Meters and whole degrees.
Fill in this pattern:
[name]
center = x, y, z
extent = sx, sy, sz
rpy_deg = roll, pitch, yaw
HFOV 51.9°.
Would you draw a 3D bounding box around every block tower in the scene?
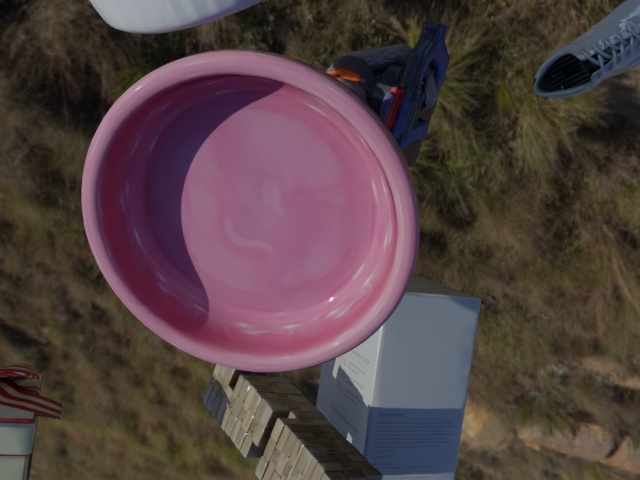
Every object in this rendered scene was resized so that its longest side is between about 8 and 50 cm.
[block tower]
center = -0.048, 0.275, 0.915
extent = 0.090, 0.097, 0.335
rpy_deg = 14, -167, -37

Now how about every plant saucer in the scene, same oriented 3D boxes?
[plant saucer]
center = -0.067, -0.025, 0.659
extent = 0.331, 0.084, 0.332
rpy_deg = 4, 116, 8

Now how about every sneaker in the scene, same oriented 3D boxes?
[sneaker]
center = 0.397, -0.256, 0.887
extent = 0.094, 0.091, 0.258
rpy_deg = 49, 153, -4

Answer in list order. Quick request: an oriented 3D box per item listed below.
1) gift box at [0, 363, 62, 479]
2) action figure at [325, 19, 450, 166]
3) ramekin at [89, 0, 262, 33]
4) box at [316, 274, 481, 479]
[gift box]
center = -0.491, 0.297, 0.872
extent = 0.255, 0.258, 0.276
rpy_deg = 7, -179, -25
[action figure]
center = 0.047, -0.117, 0.868
extent = 0.178, 0.342, 0.330
rpy_deg = 22, -175, 16
[ramekin]
center = -0.110, -0.302, 0.588
extent = 0.277, 0.277, 0.135
rpy_deg = -2, 133, 25
[box]
center = 0.112, 0.236, 1.075
extent = 0.168, 0.346, 0.215
rpy_deg = 6, -175, -20
